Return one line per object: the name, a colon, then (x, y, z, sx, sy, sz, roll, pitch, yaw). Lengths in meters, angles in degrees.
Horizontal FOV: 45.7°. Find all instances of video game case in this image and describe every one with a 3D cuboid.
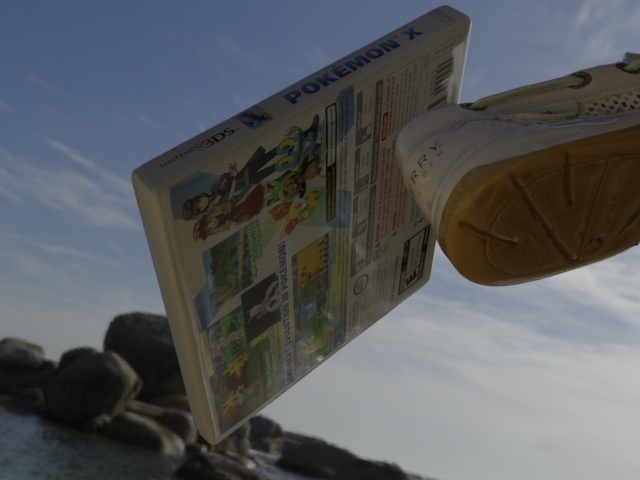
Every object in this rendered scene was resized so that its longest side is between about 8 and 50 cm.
video game case: (0.000, 0.000, 0.654, 0.036, 0.300, 0.329, 39, -31, 30)

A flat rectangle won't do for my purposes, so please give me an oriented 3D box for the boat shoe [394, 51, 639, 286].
boat shoe: (0.168, -0.055, 0.381, 0.277, 0.096, 0.098, -8, -49, -21)
